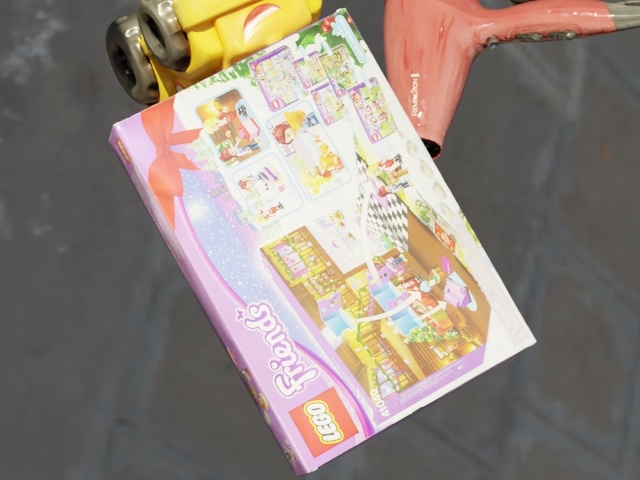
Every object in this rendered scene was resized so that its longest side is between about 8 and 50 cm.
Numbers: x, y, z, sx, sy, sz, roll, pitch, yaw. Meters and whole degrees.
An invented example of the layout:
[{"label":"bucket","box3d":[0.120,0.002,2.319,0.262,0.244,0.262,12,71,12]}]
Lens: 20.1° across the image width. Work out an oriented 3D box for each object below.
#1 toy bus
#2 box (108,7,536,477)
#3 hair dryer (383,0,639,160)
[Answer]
[{"label":"toy bus","box3d":[-0.061,-0.120,1.489,0.149,0.220,0.211,-24,91,-22]},{"label":"box","box3d":[0.000,0.000,1.344,0.201,0.057,0.293,-28,85,-15]},{"label":"hair dryer","box3d":[0.151,-0.187,1.488,0.293,0.223,0.080,-49,137,-8]}]
